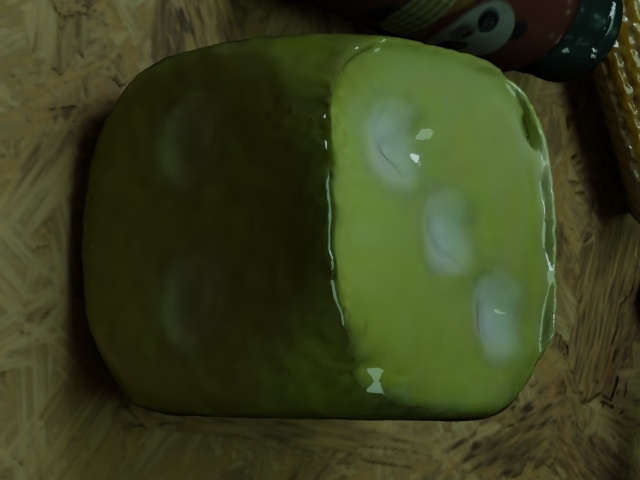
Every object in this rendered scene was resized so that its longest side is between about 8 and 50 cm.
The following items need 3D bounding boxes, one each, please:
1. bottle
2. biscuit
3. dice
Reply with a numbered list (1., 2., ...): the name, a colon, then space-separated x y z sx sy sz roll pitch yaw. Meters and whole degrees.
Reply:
1. bottle: 0.099 -0.209 1.400 0.336 0.144 0.144 15 77 -45
2. biscuit: 0.241 -0.195 1.576 0.094 0.054 0.378 -95 168 -76
3. dice: 0.000 0.000 1.220 0.238 0.227 0.233 7 81 -46
